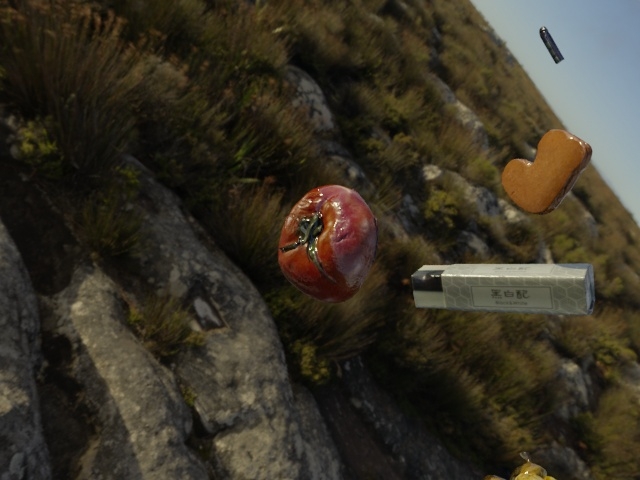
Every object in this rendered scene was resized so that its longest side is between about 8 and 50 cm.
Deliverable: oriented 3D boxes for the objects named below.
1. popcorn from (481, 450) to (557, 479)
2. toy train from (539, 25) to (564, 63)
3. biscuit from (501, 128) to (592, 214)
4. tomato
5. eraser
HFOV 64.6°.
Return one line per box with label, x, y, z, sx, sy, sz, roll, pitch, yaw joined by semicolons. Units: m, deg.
popcorn;0.357;0.491;0.895;0.163;0.194;0.141;-144;-135;-61
toy train;0.473;-0.404;1.045;0.017;0.017;0.083;-25;85;-38
biscuit;0.488;-0.161;1.126;0.036;0.192;0.186;11;33;-23
tomato;-0.004;-0.001;0.943;0.101;0.228;0.228;20;41;-39
eraser;0.424;0.111;1.214;0.096;0.403;0.098;-27;109;-53
